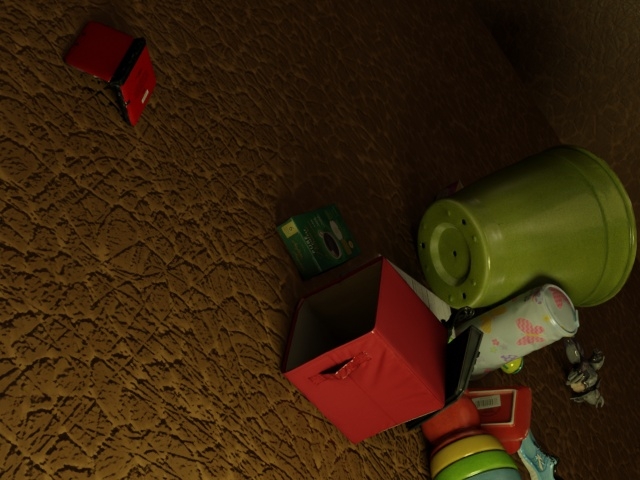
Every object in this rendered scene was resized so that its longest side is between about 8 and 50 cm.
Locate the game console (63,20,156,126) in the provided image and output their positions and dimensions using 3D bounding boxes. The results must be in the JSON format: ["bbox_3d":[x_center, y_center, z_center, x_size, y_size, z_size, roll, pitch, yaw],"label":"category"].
[{"bbox_3d":[-0.323,-0.260,1.549,0.144,0.085,0.124,-78,162,-51],"label":"game console"}]

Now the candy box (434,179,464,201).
[{"bbox_3d":[0.356,-0.008,2.366,0.233,0.071,0.159,52,30,-15],"label":"candy box"}]

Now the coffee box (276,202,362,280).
[{"bbox_3d":[0.000,0.000,1.805,0.113,0.040,0.184,61,27,3],"label":"coffee box"}]

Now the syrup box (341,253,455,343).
[{"bbox_3d":[0.147,0.129,1.870,0.237,0.093,0.096,35,37,-39],"label":"syrup box"}]

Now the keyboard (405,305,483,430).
[{"bbox_3d":[0.214,0.206,1.686,0.033,0.317,0.201,18,68,-5],"label":"keyboard"}]

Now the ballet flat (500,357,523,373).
[{"bbox_3d":[0.419,0.201,2.278,0.077,0.077,0.231,29,40,-19],"label":"ballet flat"}]

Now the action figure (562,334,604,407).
[{"bbox_3d":[0.657,0.297,2.551,0.285,0.099,0.185,66,23,5],"label":"action figure"}]

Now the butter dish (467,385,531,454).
[{"bbox_3d":[0.333,0.366,1.925,0.160,0.160,0.118,-68,146,-55],"label":"butter dish"}]

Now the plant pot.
[{"bbox_3d":[0.411,-0.003,2.131,0.353,0.366,0.366,-11,71,-30],"label":"plant pot"}]

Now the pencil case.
[{"bbox_3d":[0.386,0.190,2.022,0.124,0.273,0.113,43,38,-16],"label":"pencil case"}]

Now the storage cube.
[{"bbox_3d":[0.077,0.180,1.611,0.193,0.184,0.215,48,30,-25],"label":"storage cube"}]

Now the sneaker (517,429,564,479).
[{"bbox_3d":[0.470,0.460,2.108,0.063,0.073,0.162,-13,75,-61],"label":"sneaker"}]

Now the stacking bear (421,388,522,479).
[{"bbox_3d":[0.264,0.399,1.756,0.164,0.175,0.289,34,28,-50],"label":"stacking bear"}]
